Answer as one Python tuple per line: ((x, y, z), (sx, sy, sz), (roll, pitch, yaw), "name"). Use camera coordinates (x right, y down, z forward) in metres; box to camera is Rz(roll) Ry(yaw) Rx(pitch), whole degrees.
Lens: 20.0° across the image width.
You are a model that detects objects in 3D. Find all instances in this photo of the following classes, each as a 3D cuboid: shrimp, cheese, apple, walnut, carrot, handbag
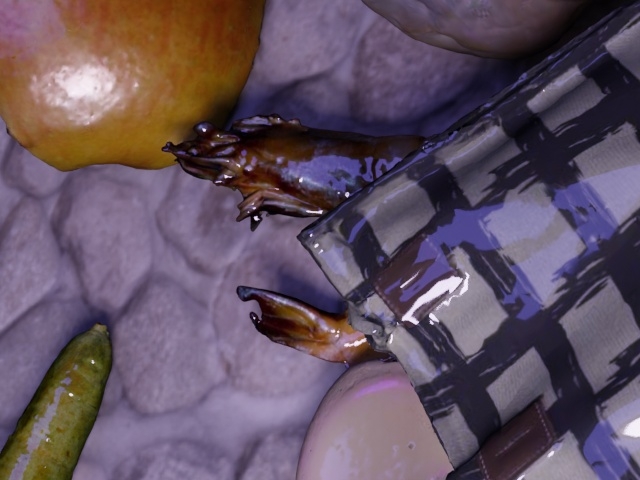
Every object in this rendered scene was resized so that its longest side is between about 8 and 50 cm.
((0.003, 0.002, 1.332), (0.289, 0.075, 0.178), (9, 82, 19), "shrimp")
((0.056, 0.220, 1.221), (0.163, 0.082, 0.286), (-3, 75, 30), "cheese")
((-0.187, -0.222, 1.475), (0.179, 0.254, 0.346), (122, 137, -54), "apple")
((0.115, -0.232, 1.258), (0.224, 0.224, 0.224), (-10, 70, 28), "walnut")
((-0.242, 0.228, 1.398), (0.074, 0.074, 0.359), (22, 84, 33), "carrot")
((0.194, 0.035, 1.110), (0.327, 0.162, 0.325), (-30, 54, 2), "handbag")
